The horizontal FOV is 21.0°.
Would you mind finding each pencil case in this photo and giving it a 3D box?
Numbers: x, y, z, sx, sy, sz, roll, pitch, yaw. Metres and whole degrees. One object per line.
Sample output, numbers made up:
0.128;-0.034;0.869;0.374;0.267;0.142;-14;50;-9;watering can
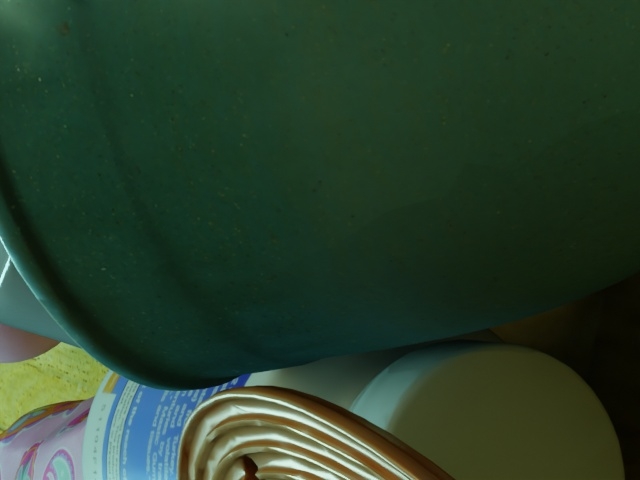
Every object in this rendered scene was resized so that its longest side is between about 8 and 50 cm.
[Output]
-0.113;0.144;1.030;0.284;0.124;0.124;-21;60;59;pencil case

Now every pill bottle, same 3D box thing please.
0.008;0.101;0.755;0.272;0.152;0.152;-6;74;64;pill bottle

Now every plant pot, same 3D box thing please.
0.052;-0.092;0.585;0.255;0.272;0.271;-6;70;26;plant pot

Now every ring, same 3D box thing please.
0.062;0.187;0.545;0.336;0.032;0.336;44;151;32;ring

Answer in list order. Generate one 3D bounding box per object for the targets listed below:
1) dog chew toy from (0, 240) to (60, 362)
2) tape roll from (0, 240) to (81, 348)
-0.210;-0.049;1.233;0.206;0.207;0.331;-111;32;-49;dog chew toy
-0.094;-0.056;0.822;0.219;0.072;0.219;-162;90;-79;tape roll
